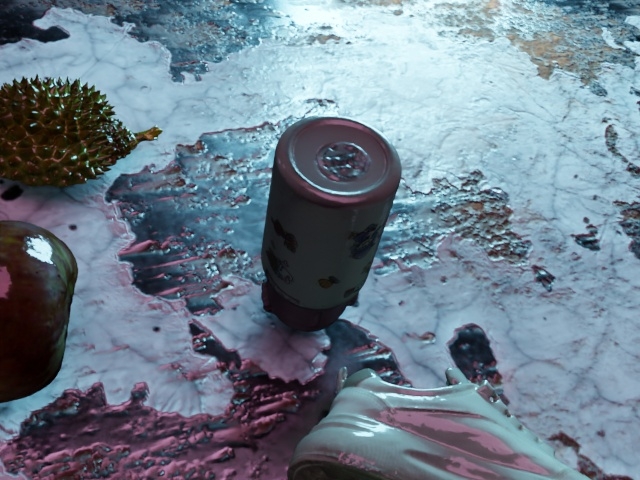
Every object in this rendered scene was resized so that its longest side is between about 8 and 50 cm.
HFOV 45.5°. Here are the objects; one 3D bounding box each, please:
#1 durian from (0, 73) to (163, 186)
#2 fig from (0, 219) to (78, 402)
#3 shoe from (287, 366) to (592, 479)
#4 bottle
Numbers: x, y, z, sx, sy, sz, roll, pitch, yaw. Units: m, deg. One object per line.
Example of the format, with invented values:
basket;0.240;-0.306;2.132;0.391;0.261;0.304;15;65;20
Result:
durian;-0.275;-0.121;0.831;0.208;0.102;0.146;1;46;-19
fig;-0.319;0.069;0.656;0.230;0.143;0.160;-17;53;7
shoe;0.136;0.190;0.679;0.316;0.124;0.159;16;44;-2
bottle;0.000;0.000;0.714;0.110;0.233;0.110;5;52;-6
